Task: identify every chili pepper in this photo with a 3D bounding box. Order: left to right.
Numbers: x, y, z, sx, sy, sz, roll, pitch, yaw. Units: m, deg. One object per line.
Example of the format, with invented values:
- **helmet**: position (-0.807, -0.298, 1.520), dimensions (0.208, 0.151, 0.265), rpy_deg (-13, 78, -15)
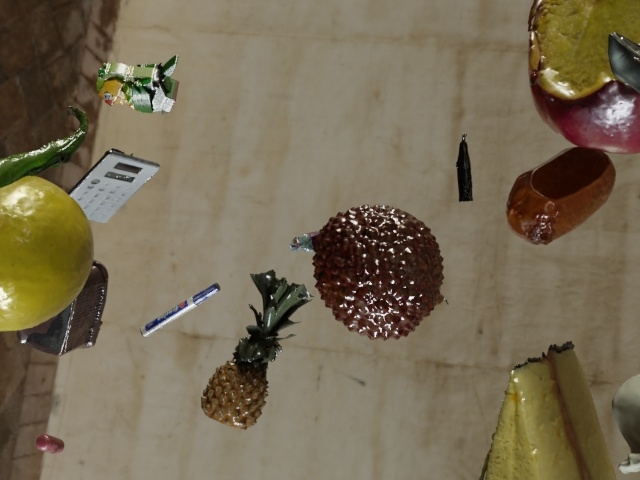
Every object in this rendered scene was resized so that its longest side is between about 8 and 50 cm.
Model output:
- **chili pepper**: position (-0.548, -0.141, 1.329), dimensions (0.076, 0.085, 0.359), rpy_deg (-46, 179, 40)

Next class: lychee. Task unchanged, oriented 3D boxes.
- **lychee**: position (0.120, 0.064, 1.460), dimensions (0.264, 0.300, 0.264), rpy_deg (-50, -158, 29)

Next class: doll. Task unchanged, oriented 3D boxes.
- **doll**: position (-0.405, -0.348, 1.653), dimensions (0.134, 0.187, 0.106), rpy_deg (92, -3, -48)

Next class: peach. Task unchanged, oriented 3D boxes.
- **peach**: position (0.590, -0.392, 1.449), dimensions (0.353, 0.339, 0.416), rpy_deg (-21, 123, -43)

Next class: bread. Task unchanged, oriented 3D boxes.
- **bread**: position (0.396, 0.407, 1.432), dimensions (0.346, 0.242, 0.404), rpy_deg (20, 46, -45)

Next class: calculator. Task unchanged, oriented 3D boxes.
- **calculator**: position (-0.534, -0.133, 1.857), dimensions (0.161, 0.262, 0.021), rpy_deg (12, 48, -49)

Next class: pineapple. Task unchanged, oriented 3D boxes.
- **pineapple**: position (-0.116, 0.187, 1.300), dimensions (0.277, 0.130, 0.119), rpy_deg (-64, -165, -3)

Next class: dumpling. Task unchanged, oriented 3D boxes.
- **dumpling**: position (0.469, 0.262, 1.046), dimensions (0.229, 0.124, 0.151), rpy_deg (-22, 132, -54)

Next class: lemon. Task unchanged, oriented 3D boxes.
- **lemon**: position (-0.645, 0.027, 1.543), dimensions (0.348, 0.348, 0.347), rpy_deg (6, 90, -83)

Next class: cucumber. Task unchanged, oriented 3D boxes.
- **cucumber**: position (0.340, -0.172, 1.762), dimensions (0.043, 0.039, 0.163), rpy_deg (-161, -116, -76)

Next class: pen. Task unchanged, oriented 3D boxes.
- **pen**: position (-0.294, 0.145, 1.552), dimensions (0.025, 0.204, 0.025), rpy_deg (52, 16, -22)

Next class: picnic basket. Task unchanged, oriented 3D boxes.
- **picnic basket**: position (-0.708, 0.180, 2.005), dimensions (0.129, 0.223, 0.296), rpy_deg (-59, 169, -69)

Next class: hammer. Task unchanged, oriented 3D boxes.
- **hammer**: position (-0.648, 0.489, 1.775), dimensions (0.083, 0.043, 0.043), rpy_deg (63, 33, -64)

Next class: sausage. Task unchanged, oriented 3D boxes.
- **sausage**: position (0.506, -0.099, 1.561), dimensions (0.268, 0.153, 0.141), rpy_deg (-32, 152, -21)

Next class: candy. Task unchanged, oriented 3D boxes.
- **candy**: position (0.000, 0.000, 1.579), dimensions (0.175, 0.043, 0.045), rpy_deg (-14, 92, -45)

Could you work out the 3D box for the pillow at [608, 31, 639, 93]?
- **pillow**: position (0.508, -0.272, 1.185), dimensions (0.091, 0.055, 0.135), rpy_deg (88, -20, -47)
